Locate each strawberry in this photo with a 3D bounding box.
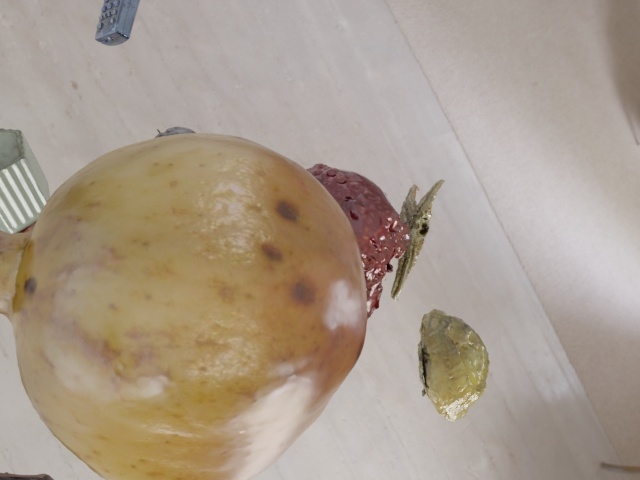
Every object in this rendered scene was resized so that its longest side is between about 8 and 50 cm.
[{"bbox_3d":[0.000,0.000,0.828,0.220,0.274,0.274,9,71,-25],"label":"strawberry"}]

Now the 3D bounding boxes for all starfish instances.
[{"bbox_3d":[0.157,-0.008,0.934,0.050,0.138,0.247,27,79,-10],"label":"starfish"}]

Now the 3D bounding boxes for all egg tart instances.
[{"bbox_3d":[0.289,0.259,1.063,0.252,0.098,0.232,-24,92,-55],"label":"egg tart"}]

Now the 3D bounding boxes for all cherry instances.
[{"bbox_3d":[-0.485,-0.298,1.714,0.195,0.195,0.195,11,70,-31],"label":"cherry"}]

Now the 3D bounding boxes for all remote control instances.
[{"bbox_3d":[-0.159,-0.242,0.427,0.027,0.043,0.152,21,81,-53],"label":"remote control"}]

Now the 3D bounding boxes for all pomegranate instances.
[{"bbox_3d":[-0.160,0.060,0.531,0.410,0.410,0.410,11,70,-31],"label":"pomegranate"}]

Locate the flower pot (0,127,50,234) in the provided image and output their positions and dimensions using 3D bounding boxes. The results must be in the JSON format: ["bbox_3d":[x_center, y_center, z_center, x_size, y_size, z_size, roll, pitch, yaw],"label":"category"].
[{"bbox_3d":[-0.826,-0.151,1.259,0.239,0.189,0.209,7,49,1],"label":"flower pot"}]

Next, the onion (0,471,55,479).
[{"bbox_3d":[-0.744,0.696,1.105,0.341,0.341,0.341,11,70,-31],"label":"onion"}]

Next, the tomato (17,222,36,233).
[{"bbox_3d":[-0.826,0.070,1.399,0.170,0.309,0.309,23,63,-37],"label":"tomato"}]
